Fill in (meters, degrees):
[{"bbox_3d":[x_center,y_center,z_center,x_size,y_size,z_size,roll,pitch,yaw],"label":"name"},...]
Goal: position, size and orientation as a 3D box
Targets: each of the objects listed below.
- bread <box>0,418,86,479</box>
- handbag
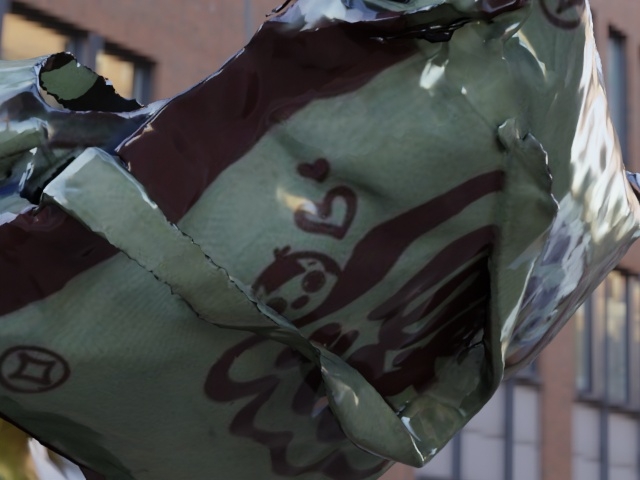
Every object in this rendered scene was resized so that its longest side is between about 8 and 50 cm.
[{"bbox_3d":[-0.204,0.116,0.711,0.264,0.395,0.239,4,2,-27],"label":"bread"},{"bbox_3d":[0.000,0.000,0.488,0.213,0.127,0.235,-35,-33,-2],"label":"handbag"}]
